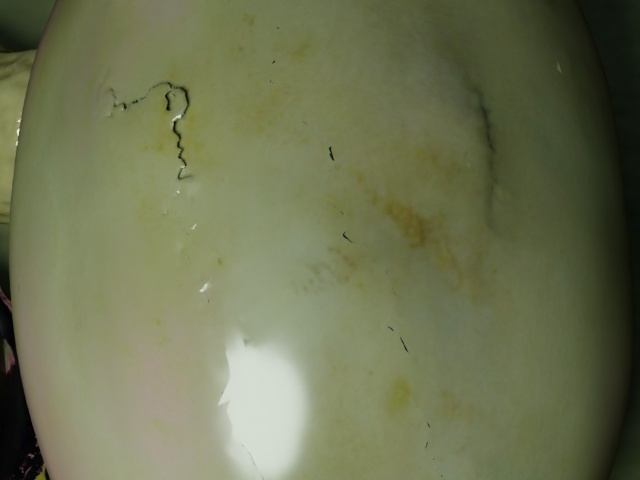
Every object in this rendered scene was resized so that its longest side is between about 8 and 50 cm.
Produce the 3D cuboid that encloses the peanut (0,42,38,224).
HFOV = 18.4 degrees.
[{"bbox_3d":[-0.153,-0.053,0.850,0.187,0.082,0.082,12,76,18],"label":"peanut"}]

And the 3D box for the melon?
[{"bbox_3d":[0.000,0.000,0.713,0.223,0.223,0.317,-7,72,12],"label":"melon"}]

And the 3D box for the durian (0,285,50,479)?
[{"bbox_3d":[-0.179,0.078,0.817,0.108,0.119,0.186,-41,57,39],"label":"durian"}]
